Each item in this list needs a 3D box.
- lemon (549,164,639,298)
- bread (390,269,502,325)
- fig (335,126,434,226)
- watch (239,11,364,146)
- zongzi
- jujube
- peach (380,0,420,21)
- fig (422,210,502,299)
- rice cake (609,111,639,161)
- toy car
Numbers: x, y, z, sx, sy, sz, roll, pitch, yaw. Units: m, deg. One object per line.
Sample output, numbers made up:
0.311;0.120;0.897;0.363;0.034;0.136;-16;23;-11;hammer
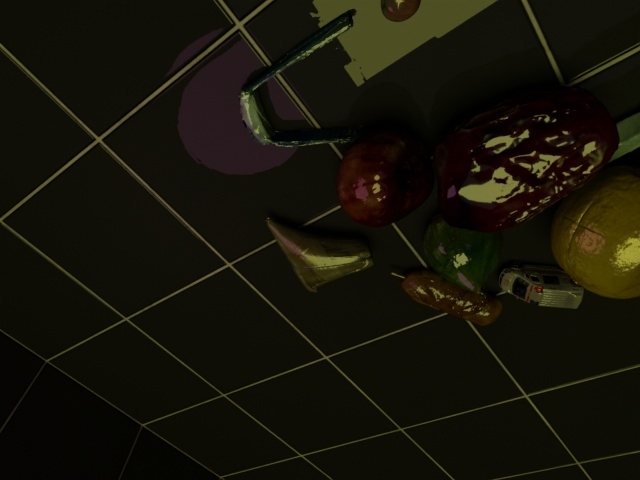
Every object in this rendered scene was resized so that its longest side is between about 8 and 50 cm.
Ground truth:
0.669;-0.021;1.131;0.297;0.297;0.297;4;130;5;lemon
0.356;0.158;1.453;0.344;0.084;0.124;20;129;-7;bread
0.142;-0.139;1.163;0.224;0.224;0.263;18;147;-6;fig
-0.050;-0.337;1.121;0.274;0.068;0.276;-2;128;11;watch
0.000;0.000;1.375;0.228;0.115;0.256;-23;112;21;zongzi
0.411;-0.171;1.081;0.377;0.258;0.258;-30;120;12;jujube
0.154;-0.464;0.976;0.083;0.083;0.083;4;130;5;peach
0.356;0.040;1.259;0.203;0.235;0.203;4;134;4;fig
0.594;-0.183;1.142;0.336;0.066;0.063;-30;139;30;rice cake
0.592;0.124;1.371;0.210;0.108;0.089;5;129;5;toy car
